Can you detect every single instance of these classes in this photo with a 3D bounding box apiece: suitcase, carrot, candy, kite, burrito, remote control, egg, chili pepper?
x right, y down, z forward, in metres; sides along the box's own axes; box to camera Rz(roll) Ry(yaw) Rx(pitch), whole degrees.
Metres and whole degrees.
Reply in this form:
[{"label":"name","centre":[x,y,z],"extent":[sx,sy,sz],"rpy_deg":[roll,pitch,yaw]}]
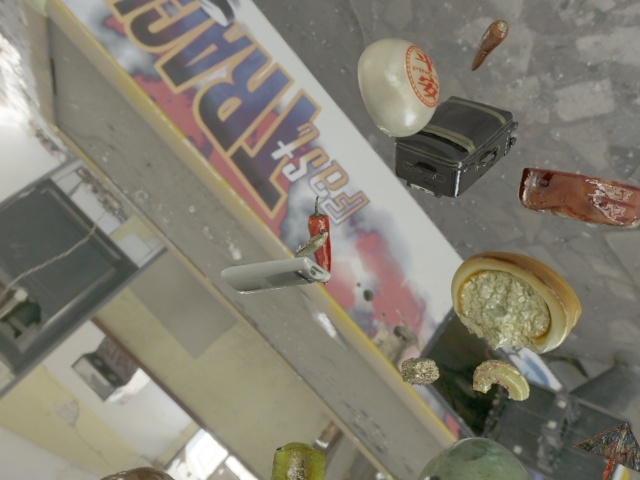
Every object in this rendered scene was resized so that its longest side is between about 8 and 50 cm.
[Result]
[{"label":"suitcase","centre":[0.453,-0.322,1.832],"extent":[0.283,0.434,0.194],"rpy_deg":[28,142,33]},{"label":"carrot","centre":[0.396,-0.460,1.321],"extent":[0.048,0.048,0.216],"rpy_deg":[43,172,4]},{"label":"candy","centre":[0.296,0.391,1.646],"extent":[0.095,0.085,0.110],"rpy_deg":[1,163,-13]},{"label":"kite","centre":[0.858,0.616,1.610],"extent":[0.009,0.189,0.232],"rpy_deg":[32,168,-32]},{"label":"burrito","centre":[-0.026,0.016,1.497],"extent":[0.042,0.051,0.171],"rpy_deg":[49,151,-5]},{"label":"remote control","centre":[-0.127,0.101,1.441],"extent":[0.313,0.055,0.109],"rpy_deg":[-10,145,38]},{"label":"egg","centre":[0.386,0.708,1.380],"extent":[0.345,0.428,0.345],"rpy_deg":[10,133,11]},{"label":"chili pepper","centre":[0.000,0.000,1.656],"extent":[0.063,0.071,0.272],"rpy_deg":[6,109,40]}]

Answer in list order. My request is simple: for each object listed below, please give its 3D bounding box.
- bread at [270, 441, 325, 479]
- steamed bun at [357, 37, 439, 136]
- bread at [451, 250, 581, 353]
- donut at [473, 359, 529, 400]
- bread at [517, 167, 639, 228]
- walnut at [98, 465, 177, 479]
[{"label":"bread","centre":[-0.074,0.756,1.507],"extent":[0.166,0.383,0.112],"rpy_deg":[22,161,-31]},{"label":"steamed bun","centre":[0.195,-0.362,1.279],"extent":[0.145,0.232,0.232],"rpy_deg":[-13,125,32]},{"label":"bread","centre":[0.667,0.212,1.906],"extent":[0.424,0.329,0.245],"rpy_deg":[22,-169,39]},{"label":"donut","centre":[0.526,0.410,1.618],"extent":[0.166,0.065,0.108],"rpy_deg":[10,122,33]},{"label":"bread","centre":[0.653,-0.111,1.388],"extent":[0.295,0.328,0.114],"rpy_deg":[19,105,33]},{"label":"walnut","centre":[-0.316,0.607,0.991],"extent":[0.398,0.308,0.354],"rpy_deg":[22,157,53]}]
